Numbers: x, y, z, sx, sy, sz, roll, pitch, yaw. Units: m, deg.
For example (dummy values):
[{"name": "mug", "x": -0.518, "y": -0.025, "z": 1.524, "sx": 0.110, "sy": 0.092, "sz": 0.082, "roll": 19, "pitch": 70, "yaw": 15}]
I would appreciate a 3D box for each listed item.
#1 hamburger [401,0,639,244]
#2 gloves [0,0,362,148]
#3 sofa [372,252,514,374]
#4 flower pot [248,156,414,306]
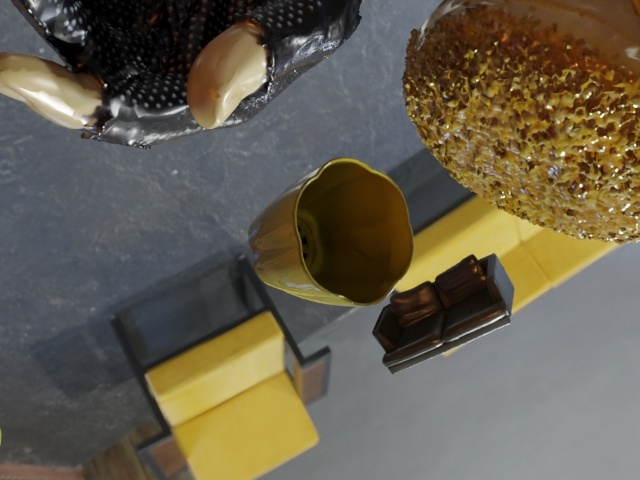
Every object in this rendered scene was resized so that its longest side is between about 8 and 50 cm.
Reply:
[{"name": "hamburger", "x": 0.206, "y": -0.112, "z": 0.676, "sx": 0.179, "sy": 0.294, "sz": 0.276, "roll": -63, "pitch": 142, "yaw": -19}, {"name": "gloves", "x": -0.075, "y": -0.093, "z": 0.369, "sx": 0.180, "sy": 0.129, "sz": 0.106, "roll": -34, "pitch": 174, "yaw": -37}, {"name": "sofa", "x": 0.125, "y": 0.072, "z": 0.850, "sx": 0.147, "sy": 0.060, "sz": 0.085, "roll": -28, "pitch": -166, "yaw": 26}, {"name": "flower pot", "x": 0.000, "y": 0.000, "z": 1.108, "sx": 0.195, "sy": 0.195, "sz": 0.179, "roll": -15, "pitch": 180, "yaw": -35}]
